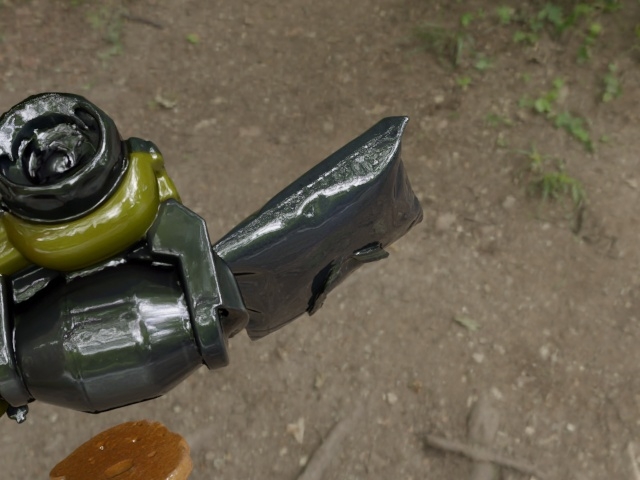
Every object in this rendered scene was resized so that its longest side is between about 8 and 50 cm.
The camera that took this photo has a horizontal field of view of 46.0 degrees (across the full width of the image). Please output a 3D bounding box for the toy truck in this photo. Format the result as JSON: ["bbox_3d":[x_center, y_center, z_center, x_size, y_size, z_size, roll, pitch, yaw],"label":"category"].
[{"bbox_3d":[-0.166,0.038,0.428,0.224,0.147,0.165,-25,68,-12],"label":"toy truck"}]

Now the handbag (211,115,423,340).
[{"bbox_3d":[0.000,0.000,0.791,0.254,0.211,0.088,-35,62,-7],"label":"handbag"}]

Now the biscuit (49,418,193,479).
[{"bbox_3d":[-0.147,0.173,0.555,0.102,0.019,0.130,-29,20,-25],"label":"biscuit"}]
